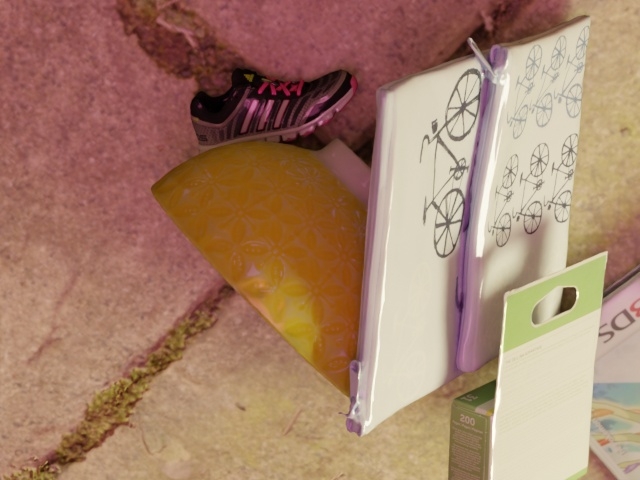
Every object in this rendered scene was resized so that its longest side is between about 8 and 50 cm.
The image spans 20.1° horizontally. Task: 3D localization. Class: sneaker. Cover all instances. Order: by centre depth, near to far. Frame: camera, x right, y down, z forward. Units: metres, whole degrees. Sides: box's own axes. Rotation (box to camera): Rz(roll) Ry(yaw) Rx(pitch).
[{"bbox_3d":[-0.050,-0.132,1.697,0.170,0.063,0.075,-19,112,17],"label":"sneaker"}]

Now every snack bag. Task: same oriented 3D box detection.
[{"bbox_3d":[0.137,-0.022,1.593,0.037,0.342,0.323,18,113,32],"label":"snack bag"}]

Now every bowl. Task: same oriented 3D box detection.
[{"bbox_3d":[0.000,0.000,1.641,0.156,0.289,0.289,-45,100,1],"label":"bowl"}]

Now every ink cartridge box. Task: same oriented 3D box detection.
[{"bbox_3d":[0.192,0.133,1.675,0.056,0.171,0.235,16,113,39],"label":"ink cartridge box"}]

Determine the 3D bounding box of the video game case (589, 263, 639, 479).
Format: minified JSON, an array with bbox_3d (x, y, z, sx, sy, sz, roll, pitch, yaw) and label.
[{"bbox_3d":[0.410,0.149,1.763,0.300,0.036,0.329,-38,101,16],"label":"video game case"}]
